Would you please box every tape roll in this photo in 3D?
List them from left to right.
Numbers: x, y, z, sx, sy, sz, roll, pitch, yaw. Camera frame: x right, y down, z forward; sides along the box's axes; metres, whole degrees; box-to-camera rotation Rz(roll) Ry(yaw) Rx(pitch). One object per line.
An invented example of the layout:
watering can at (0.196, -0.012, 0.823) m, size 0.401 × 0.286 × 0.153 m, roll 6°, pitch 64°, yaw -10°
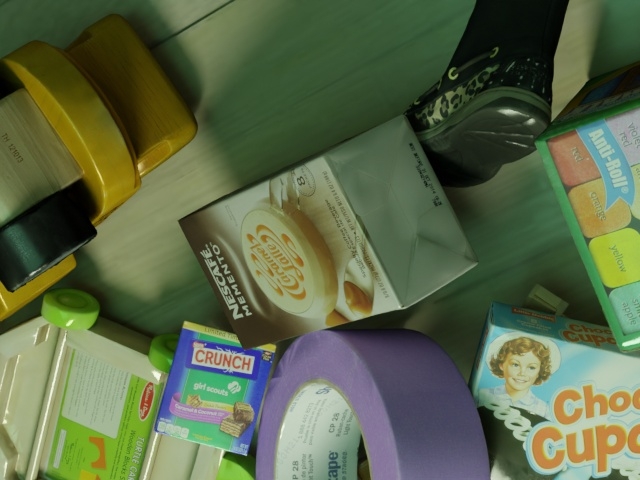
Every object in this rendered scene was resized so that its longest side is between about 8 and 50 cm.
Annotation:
tape roll at (0.039, 0.214, 1.316) m, size 0.275 × 0.090 × 0.274 m, roll -3°, pitch 87°, yaw 62°

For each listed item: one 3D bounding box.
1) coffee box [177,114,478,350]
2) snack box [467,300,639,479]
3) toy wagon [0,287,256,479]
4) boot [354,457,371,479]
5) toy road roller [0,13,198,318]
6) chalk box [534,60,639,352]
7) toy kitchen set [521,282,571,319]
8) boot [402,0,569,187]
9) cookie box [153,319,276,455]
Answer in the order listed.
coffee box at (0.000, 0.000, 1.293) m, size 0.246 × 0.098 × 0.141 m, roll -21°, pitch 97°, yaw 55°
snack box at (0.278, 0.177, 1.277) m, size 0.322 × 0.060 × 0.187 m, roll 12°, pitch 111°, yaw 1°
toy wagon at (-0.185, 0.209, 1.504) m, size 0.344 × 0.068 × 0.267 m, roll 22°, pitch 113°, yaw 12°
boot at (0.085, 0.270, 1.421) m, size 0.152 × 0.073 × 0.197 m, roll 43°, pitch 109°, yaw 7°
toy road roller at (-0.261, -0.074, 1.405) m, size 0.202 × 0.240 × 0.329 m, roll 56°, pitch 154°, yaw -2°
chalk box at (0.283, -0.041, 1.122) m, size 0.179 × 0.289 × 0.180 m, roll -19°, pitch 98°, yaw 25°
toy kitchen set at (0.188, 0.098, 1.304) m, size 0.068 × 0.075 × 0.083 m, roll 33°, pitch 150°, yaw 10°
boot at (0.135, -0.147, 1.257) m, size 0.085 × 0.236 × 0.178 m, roll 22°, pitch 73°, yaw -18°
cookie box at (-0.098, 0.136, 1.403) m, size 0.092 × 0.040 × 0.107 m, roll 15°, pitch 84°, yaw -5°
